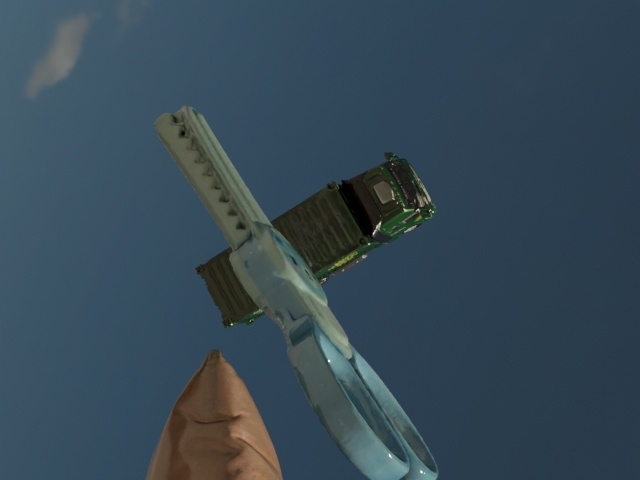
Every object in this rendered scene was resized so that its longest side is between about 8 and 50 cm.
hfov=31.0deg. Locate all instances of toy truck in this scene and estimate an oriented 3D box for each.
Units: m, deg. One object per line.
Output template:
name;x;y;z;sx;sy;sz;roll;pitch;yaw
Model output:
toy truck;0.000;0.000;1.306;0.259;0.121;0.088;-32;-100;13

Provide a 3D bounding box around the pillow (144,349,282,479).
pillow;-0.045;0.202;0.530;0.223;0.084;0.236;108;-30;-56

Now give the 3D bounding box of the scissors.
scissors;-0.020;0.023;0.624;0.030;0.125;0.256;-37;-114;7
